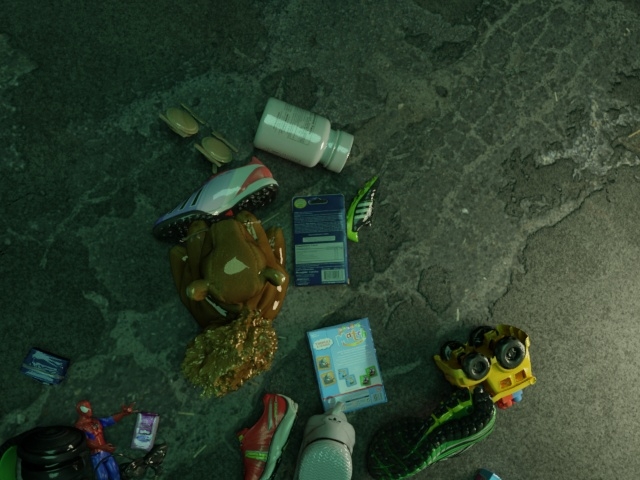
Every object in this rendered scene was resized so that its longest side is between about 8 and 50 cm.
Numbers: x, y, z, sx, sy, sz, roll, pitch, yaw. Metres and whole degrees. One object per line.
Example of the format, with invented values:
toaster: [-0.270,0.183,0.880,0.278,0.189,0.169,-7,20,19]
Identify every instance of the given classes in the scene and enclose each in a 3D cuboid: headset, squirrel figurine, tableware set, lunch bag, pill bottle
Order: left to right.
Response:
lunch bag: [-0.605,0.283,1.357,0.098,0.067,0.065,24,78,-9]
headset: [-0.501,0.485,1.253,0.394,0.185,0.243,-21,87,28]
tableware set: [-0.302,-0.247,1.499,0.194,0.128,0.039,40,119,-6]
squirrel figurine: [-0.176,0.130,1.316,0.281,0.370,0.397,-4,83,-13]
pill bottle: [-0.042,-0.256,1.527,0.229,0.131,0.131,20,78,-9]

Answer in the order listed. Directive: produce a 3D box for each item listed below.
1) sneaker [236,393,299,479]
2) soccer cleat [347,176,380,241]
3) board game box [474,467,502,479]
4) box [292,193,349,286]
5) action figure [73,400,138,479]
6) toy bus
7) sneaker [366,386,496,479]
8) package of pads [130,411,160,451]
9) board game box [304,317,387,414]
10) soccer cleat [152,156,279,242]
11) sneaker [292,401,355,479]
sneaker: [-0.147,0.490,1.425,0.118,0.107,0.279,22,74,11]
soccer cleat: [0.111,-0.080,1.577,0.072,0.060,0.179,34,83,-15]
board game box: [0.414,0.768,1.507,0.242,0.064,0.316,39,76,-4]
box: [0.000,0.000,1.525,0.136,0.036,0.225,-3,83,9]
action figure: [-0.448,0.470,1.335,0.139,0.091,0.280,-26,86,19]
toy bus: [0.423,0.342,1.547,0.220,0.149,0.211,-21,102,-12]
sneaker: [0.272,0.490,1.472,0.343,0.146,0.134,-27,44,5]
package of pads: [-0.399,0.435,1.397,0.050,0.032,0.083,13,79,-13]
board game box: [0.062,0.311,1.512,0.160,0.039,0.212,-11,86,-13]
soccer cleat: [-0.262,-0.097,1.483,0.318,0.109,0.116,-26,65,-11]
sneaker: [-0.003,0.551,1.411,0.137,0.210,0.366,16,115,2]
